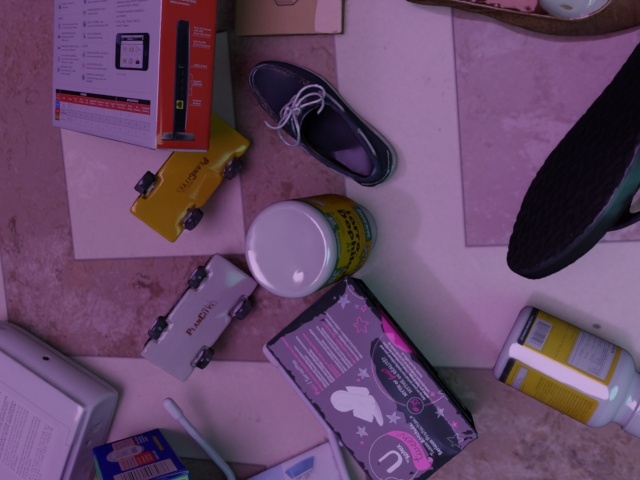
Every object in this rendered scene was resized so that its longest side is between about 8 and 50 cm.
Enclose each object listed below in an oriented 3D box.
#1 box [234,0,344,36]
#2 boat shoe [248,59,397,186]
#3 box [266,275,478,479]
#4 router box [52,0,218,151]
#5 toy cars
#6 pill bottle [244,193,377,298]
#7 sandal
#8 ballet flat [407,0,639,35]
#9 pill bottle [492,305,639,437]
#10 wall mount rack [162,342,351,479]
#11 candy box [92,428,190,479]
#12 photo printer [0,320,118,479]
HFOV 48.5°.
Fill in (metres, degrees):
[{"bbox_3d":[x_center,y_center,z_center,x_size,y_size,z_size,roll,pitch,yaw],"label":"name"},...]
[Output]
[{"bbox_3d":[-0.042,-0.389,0.989,0.164,0.021,0.201,5,98,22],"label":"box"},{"bbox_3d":[-0.009,-0.163,0.971,0.254,0.079,0.095,45,111,12],"label":"boat shoe"},{"bbox_3d":[0.068,0.185,0.925,0.142,0.163,0.247,-39,80,4],"label":"box"},{"bbox_3d":[-0.266,-0.290,0.979,0.335,0.082,0.301,18,107,47],"label":"router box"},{"bbox_3d":[-0.189,0.007,1.060,0.176,0.087,0.394,-4,98,-13],"label":"toy cars"},{"bbox_3d":[0.000,0.000,0.917,0.117,0.208,0.118,3,97,23],"label":"pill bottle"},{"bbox_3d":[0.370,-0.122,0.783,0.107,0.168,0.446,28,110,-13],"label":"sandal"},{"bbox_3d":[0.230,-0.314,0.829,0.342,0.124,0.116,18,103,19],"label":"ballet flat"},{"bbox_3d":[0.312,0.162,0.865,0.184,0.103,0.103,26,106,18],"label":"pill bottle"},{"bbox_3d":[-0.078,0.335,1.038,0.350,0.130,0.304,-30,66,22],"label":"wall mount rack"},{"bbox_3d":[-0.242,0.471,1.046,0.122,0.268,0.317,-13,92,-21],"label":"candy box"},{"bbox_3d":[-0.516,0.298,1.224,0.307,0.107,0.256,26,105,18],"label":"photo printer"}]
